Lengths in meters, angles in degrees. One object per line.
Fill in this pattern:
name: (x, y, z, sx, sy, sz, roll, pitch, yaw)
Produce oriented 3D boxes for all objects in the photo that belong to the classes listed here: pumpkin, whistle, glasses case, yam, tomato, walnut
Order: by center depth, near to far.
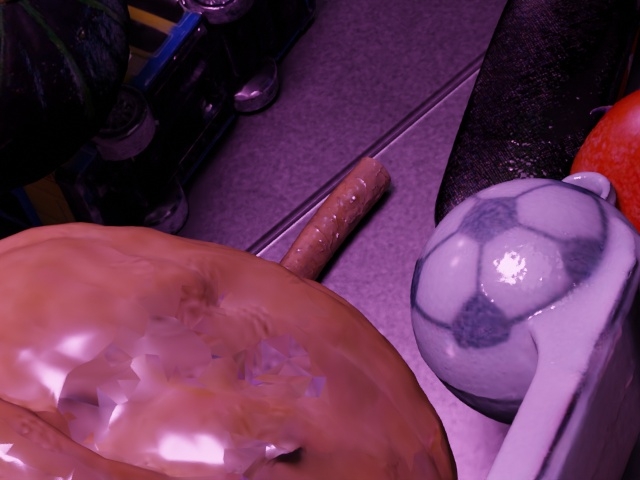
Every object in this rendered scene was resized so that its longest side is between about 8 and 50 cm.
walnut: (-0.111, 0.173, 0.988, 0.383, 0.383, 0.383, -6, 56, 9)
whistle: (0.116, 0.062, 1.039, 0.163, 0.163, 0.290, 14, 52, 21)
pumpkin: (-0.261, -0.138, 1.160, 0.248, 0.248, 0.248, -6, 56, 9)
tomato: (0.243, -0.023, 1.160, 0.167, 0.167, 0.167, -6, 56, 9)
yam: (0.000, 0.000, 1.274, 0.032, 0.032, 0.145, 26, 64, 26)
glasses case: (0.159, -0.089, 1.276, 0.103, 0.067, 0.267, 11, 60, 20)

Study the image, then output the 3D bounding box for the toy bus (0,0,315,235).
toy bus: (-0.143, -0.136, 1.332, 0.175, 0.138, 0.288, 23, 65, 24)
